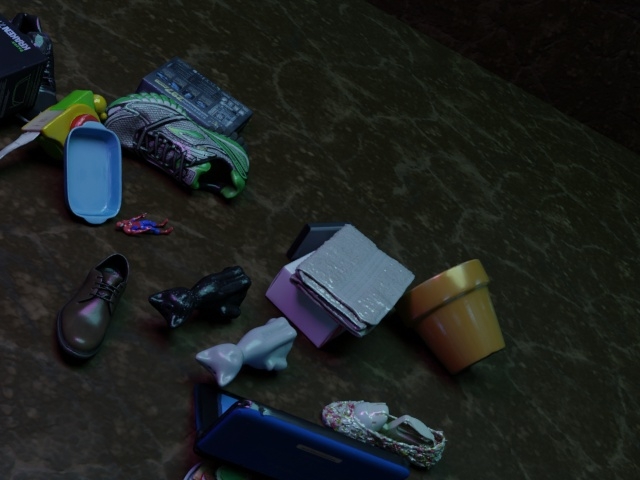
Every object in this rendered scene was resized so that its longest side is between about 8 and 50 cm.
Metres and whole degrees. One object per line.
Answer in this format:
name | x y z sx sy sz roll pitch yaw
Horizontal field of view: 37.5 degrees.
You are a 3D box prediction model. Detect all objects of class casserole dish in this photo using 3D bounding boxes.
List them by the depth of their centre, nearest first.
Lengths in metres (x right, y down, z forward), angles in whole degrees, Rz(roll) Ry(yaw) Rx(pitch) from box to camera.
casserole dish | -0.424 -0.124 1.735 0.114 0.037 0.188 1 87 -46

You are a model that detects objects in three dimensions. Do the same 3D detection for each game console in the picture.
game console | -0.036 0.289 1.469 0.293 0.250 0.173 24 48 -18

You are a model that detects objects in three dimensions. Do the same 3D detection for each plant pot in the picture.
plant pot | 0.285 0.170 1.968 0.205 0.205 0.188 -11 70 -50

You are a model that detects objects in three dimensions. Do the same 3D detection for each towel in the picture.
towel | 0.069 0.070 1.839 0.187 0.049 0.282 39 31 5

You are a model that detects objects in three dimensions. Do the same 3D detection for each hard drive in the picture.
hard drive | 0.000 0.000 1.997 0.135 0.094 0.022 -2 47 -45

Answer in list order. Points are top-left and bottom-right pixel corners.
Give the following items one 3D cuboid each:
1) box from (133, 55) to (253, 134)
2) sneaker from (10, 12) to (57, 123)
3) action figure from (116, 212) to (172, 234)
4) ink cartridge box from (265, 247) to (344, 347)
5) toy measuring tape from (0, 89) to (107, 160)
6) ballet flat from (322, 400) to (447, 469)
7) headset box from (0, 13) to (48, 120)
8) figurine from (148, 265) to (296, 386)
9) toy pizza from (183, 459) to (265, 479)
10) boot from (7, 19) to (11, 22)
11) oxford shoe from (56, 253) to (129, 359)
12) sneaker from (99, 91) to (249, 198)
box | -0.290 -0.315 2.178 0.232 0.059 0.183 35 31 -2
sneaker | -0.581 -0.348 1.881 0.107 0.124 0.283 3 44 -41
action figure | -0.336 -0.028 1.782 0.115 0.030 0.038 -2 52 -42
ink cartridge box | 0.019 0.101 1.884 0.158 0.092 0.218 44 34 13
toy measuring tape | -0.505 -0.168 1.756 0.121 0.121 0.330 37 50 3
ballet flat | 0.121 0.331 1.686 0.241 0.077 0.091 24 34 -17
headset box | -0.689 -0.315 1.693 0.246 0.131 0.283 42 43 11
figurine | -0.169 0.151 1.622 0.215 0.092 0.209 47 29 18
toy pizza | -0.115 0.404 1.405 0.201 0.032 0.201 24 33 -17
boot | -0.670 -0.460 2.035 0.118 0.042 0.087 37 25 1
oxford shoe | -0.364 0.097 1.520 0.083 0.096 0.227 27 34 -16
sneaker | -0.292 -0.193 1.941 0.343 0.134 0.146 19 36 -26
